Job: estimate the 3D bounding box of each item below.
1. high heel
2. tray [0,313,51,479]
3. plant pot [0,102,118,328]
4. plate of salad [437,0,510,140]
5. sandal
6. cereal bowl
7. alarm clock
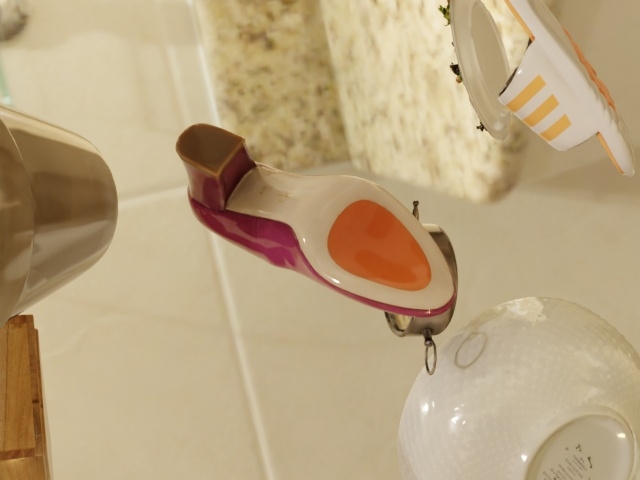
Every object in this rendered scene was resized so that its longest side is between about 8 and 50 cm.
[{"bbox_3d":[0.000,0.000,1.263,0.377,0.127,0.181,35,162,26],"label":"high heel"},{"bbox_3d":[-0.420,0.293,1.576,0.411,0.076,0.202,107,154,-55],"label":"tray"},{"bbox_3d":[-0.397,-0.037,1.289,0.280,0.323,0.323,-13,-92,-61],"label":"plant pot"},{"bbox_3d":[0.186,-0.215,1.340,0.200,0.048,0.199,41,-137,-53],"label":"plate of salad"},{"bbox_3d":[0.177,-0.157,0.954,0.265,0.076,0.102,54,-159,-3],"label":"sandal"},{"bbox_3d":[0.270,0.246,1.331,0.141,0.339,0.338,-143,39,-60],"label":"cereal bowl"},{"bbox_3d":[0.116,0.062,1.258,0.129,0.064,0.192,115,154,-58],"label":"alarm clock"}]
